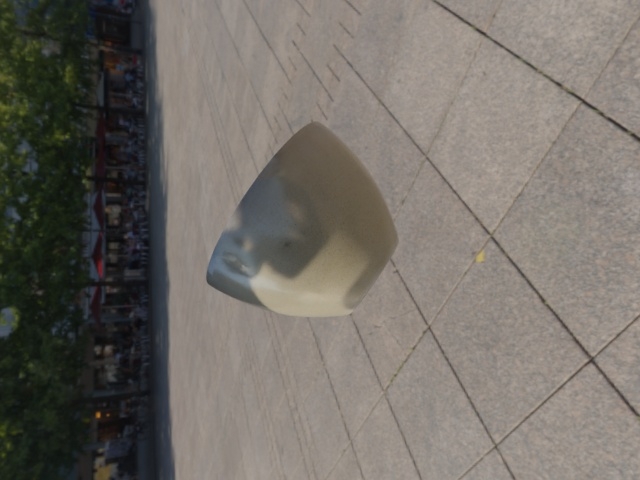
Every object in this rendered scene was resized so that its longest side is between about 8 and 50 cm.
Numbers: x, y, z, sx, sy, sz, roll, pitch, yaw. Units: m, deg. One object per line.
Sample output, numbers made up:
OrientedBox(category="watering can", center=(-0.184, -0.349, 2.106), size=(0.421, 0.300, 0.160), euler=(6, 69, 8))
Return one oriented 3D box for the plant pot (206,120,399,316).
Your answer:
OrientedBox(category="plant pot", center=(0.000, 0.000, 0.666), size=(0.284, 0.191, 0.284), euler=(-56, -4, -6))
